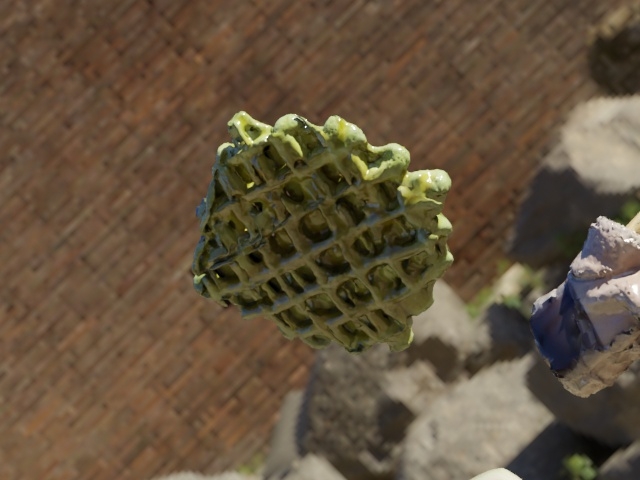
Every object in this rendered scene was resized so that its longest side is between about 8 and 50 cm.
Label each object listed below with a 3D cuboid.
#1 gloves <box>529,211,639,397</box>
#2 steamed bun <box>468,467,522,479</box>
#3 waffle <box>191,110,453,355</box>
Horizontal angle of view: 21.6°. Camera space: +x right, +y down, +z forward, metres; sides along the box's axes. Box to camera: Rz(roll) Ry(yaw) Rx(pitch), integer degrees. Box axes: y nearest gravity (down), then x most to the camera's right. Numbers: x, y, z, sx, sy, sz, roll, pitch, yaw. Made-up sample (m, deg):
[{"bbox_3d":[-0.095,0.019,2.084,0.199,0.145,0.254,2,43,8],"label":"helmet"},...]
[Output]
[{"bbox_3d":[0.213,0.043,1.127,0.144,0.110,0.094,-18,-27,29],"label":"gloves"},{"bbox_3d":[0.130,0.280,1.084,0.170,0.152,0.238,-32,47,3],"label":"steamed bun"},{"bbox_3d":[0.000,0.000,1.877,0.073,0.297,0.317,-69,-6,-49],"label":"waffle"}]
